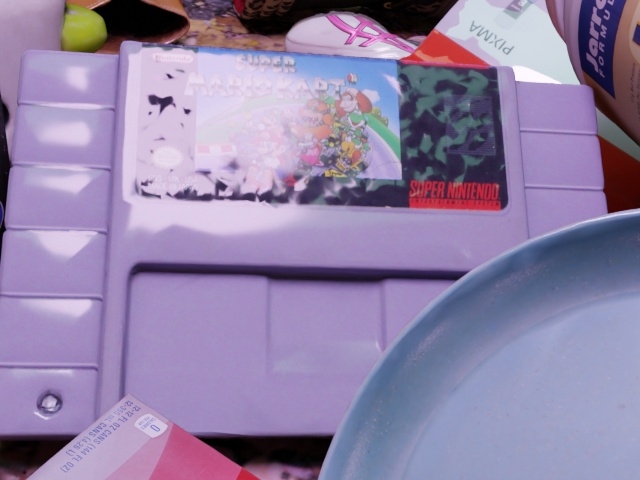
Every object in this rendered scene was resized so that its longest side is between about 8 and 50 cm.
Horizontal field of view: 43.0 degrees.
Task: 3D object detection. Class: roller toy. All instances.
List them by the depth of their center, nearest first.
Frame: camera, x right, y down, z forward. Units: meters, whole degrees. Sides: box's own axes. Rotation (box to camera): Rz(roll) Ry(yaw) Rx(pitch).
[{"bbox_3d":[-0.290,-0.133,0.617,0.209,0.146,0.191,16,28,19],"label":"roller toy"}]

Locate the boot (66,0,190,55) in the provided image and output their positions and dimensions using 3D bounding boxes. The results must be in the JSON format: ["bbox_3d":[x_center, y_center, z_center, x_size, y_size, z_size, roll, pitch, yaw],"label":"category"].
[{"bbox_3d":[-0.187,-0.290,0.869,0.283,0.109,0.220,-18,43,-28],"label":"boot"}]

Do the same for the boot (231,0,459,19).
[{"bbox_3d":[0.057,-0.342,0.828,0.284,0.377,0.138,-7,79,-12],"label":"boot"}]

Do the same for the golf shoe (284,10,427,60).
[{"bbox_3d":[0.051,-0.177,0.807,0.186,0.068,0.086,13,39,5],"label":"golf shoe"}]

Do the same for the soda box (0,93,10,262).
[{"bbox_3d":[-0.227,-0.043,0.491,0.053,0.169,0.060,15,37,9],"label":"soda box"}]

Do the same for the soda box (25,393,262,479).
[{"bbox_3d":[-0.128,0.177,0.287,0.083,0.092,0.263,27,40,21],"label":"soda box"}]

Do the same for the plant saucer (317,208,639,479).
[{"bbox_3d":[0.147,0.140,0.307,0.317,0.044,0.318,-8,67,18],"label":"plant saucer"}]

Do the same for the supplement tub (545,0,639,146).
[{"bbox_3d":[0.283,-0.124,0.468,0.228,0.228,0.316,-2,35,-14],"label":"supplement tub"}]

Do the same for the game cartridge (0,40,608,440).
[{"bbox_3d":[0.000,0.000,0.478,0.354,0.068,0.230,2,78,-9],"label":"game cartridge"}]

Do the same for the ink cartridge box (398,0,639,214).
[{"bbox_3d":[0.245,-0.140,0.736,0.308,0.091,0.385,39,44,18],"label":"ink cartridge box"}]
